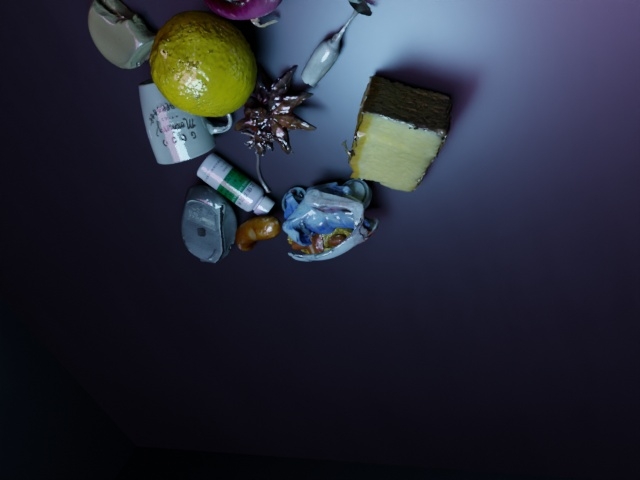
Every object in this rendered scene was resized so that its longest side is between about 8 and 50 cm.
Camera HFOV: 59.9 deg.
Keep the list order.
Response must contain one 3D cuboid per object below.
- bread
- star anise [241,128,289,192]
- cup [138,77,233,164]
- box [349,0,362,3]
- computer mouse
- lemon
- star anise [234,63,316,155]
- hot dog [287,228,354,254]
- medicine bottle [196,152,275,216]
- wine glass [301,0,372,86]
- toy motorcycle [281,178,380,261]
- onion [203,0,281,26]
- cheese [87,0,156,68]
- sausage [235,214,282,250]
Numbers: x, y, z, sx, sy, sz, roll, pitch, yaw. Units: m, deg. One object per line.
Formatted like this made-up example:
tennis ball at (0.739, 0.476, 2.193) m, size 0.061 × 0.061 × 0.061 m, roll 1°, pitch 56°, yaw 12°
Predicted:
bread at (0.178, -0.232, 1.425) m, size 0.248 × 0.279 × 0.315 m, roll 14°, pitch 120°, yaw 5°
star anise at (-0.162, -0.276, 1.710) m, size 0.148 × 0.219 × 0.227 m, roll -6°, pitch 174°, yaw -6°
cup at (-0.397, -0.376, 1.650) m, size 0.258 × 0.186 × 0.234 m, roll -13°, pitch 116°, yaw -1°
box at (0.054, -0.619, 1.135) m, size 0.182 × 0.312 × 0.175 m, roll 19°, pitch 133°, yaw 20°
computer mouse at (-0.384, -0.064, 1.922) m, size 0.203 × 0.114 × 0.374 m, roll 24°, pitch 142°, yaw 2°
lemon at (-0.294, -0.448, 1.433) m, size 0.258 × 0.310 × 0.258 m, roll -3°, pitch 83°, yaw 21°
star anise at (-0.140, -0.358, 1.526) m, size 0.272 × 0.102 × 0.272 m, roll 5°, pitch 104°, yaw 21°
hot dog at (0.000, 0.005, 1.812) m, size 0.261 × 0.093 × 0.123 m, roll -11°, pitch 121°, yaw 32°
medicine bottle at (-0.269, -0.172, 1.792) m, size 0.260 × 0.095 × 0.095 m, roll 36°, pitch 133°, yaw -8°
wine glass at (0.029, -0.494, 1.408) m, size 0.074 × 0.074 × 0.262 m, roll 38°, pitch 134°, yaw -8°
toy motorcycle at (0.002, -0.069, 1.656) m, size 0.319 × 0.241 × 0.182 m, roll -6°, pitch 131°, yaw 30°
onion at (-0.194, -0.615, 1.337) m, size 0.207 × 0.200 × 0.200 m, roll 33°, pitch 134°, yaw 4°
cheese at (-0.576, -0.594, 1.587) m, size 0.175 × 0.091 × 0.202 m, roll -28°, pitch 112°, yaw 37°
sausage at (-0.219, -0.026, 1.827) m, size 0.103 × 0.076 × 0.302 m, roll 15°, pitch 164°, yaw -21°
